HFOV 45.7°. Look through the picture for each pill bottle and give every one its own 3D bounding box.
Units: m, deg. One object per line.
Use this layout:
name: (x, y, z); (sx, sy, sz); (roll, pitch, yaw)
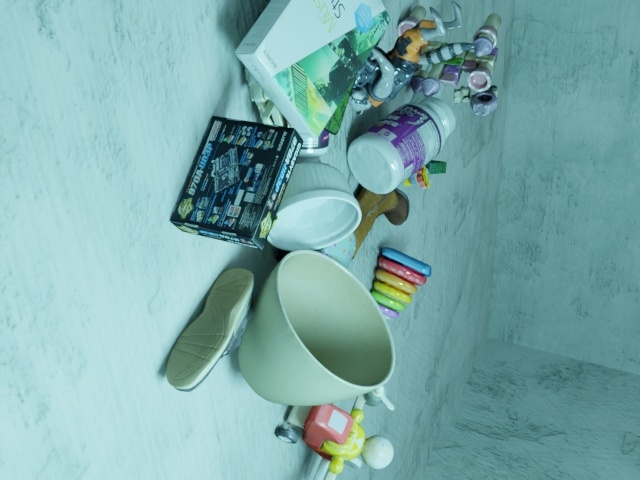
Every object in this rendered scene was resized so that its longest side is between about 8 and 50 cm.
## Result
pill bottle: (-0.034, -0.238, 1.619); (0.108, 0.108, 0.193); (-35, 133, -58)
pill bottle: (0.225, -0.265, 2.029); (0.301, 0.169, 0.169); (-39, 138, -33)

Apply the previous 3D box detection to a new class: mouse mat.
mouse mat: (0.025, -0.323, 1.561); (0.153, 0.007, 0.189); (17, 90, -58)

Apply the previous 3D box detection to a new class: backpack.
backpack: (0.000, 0.000, 1.778); (0.188, 0.145, 0.166); (-68, 150, -26)

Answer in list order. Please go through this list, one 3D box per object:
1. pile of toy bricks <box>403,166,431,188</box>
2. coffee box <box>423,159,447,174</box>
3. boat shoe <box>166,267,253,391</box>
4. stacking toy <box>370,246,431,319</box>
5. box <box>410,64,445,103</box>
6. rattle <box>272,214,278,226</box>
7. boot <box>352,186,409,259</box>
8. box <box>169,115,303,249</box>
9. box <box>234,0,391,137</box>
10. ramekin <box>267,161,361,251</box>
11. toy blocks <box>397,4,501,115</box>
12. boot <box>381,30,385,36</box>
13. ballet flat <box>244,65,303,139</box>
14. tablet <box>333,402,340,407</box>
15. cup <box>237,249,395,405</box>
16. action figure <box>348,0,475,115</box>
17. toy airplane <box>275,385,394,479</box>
pile of toy bricks: (0.237, -0.242, 2.173); (0.105, 0.118, 0.212); (-23, 99, -64)
coffee box: (0.326, -0.238, 2.432); (0.184, 0.113, 0.040); (-13, 110, -63)
boat shoe: (-0.198, 0.182, 1.473); (0.092, 0.103, 0.285); (71, 32, -43)
stacking toy: (0.213, 0.185, 2.370); (0.301, 0.166, 0.175); (-65, 168, 0)
box: (0.325, -0.430, 2.391); (0.324, 0.063, 0.067); (-63, 151, -30)
rattle: (-0.152, -0.115, 1.515); (0.130, 0.143, 0.199); (132, -38, -71)
boot: (0.154, -0.057, 2.154); (0.280, 0.096, 0.264); (-61, 152, -31)
box: (-0.147, -0.106, 1.346); (0.051, 0.175, 0.220); (49, 57, -61)
box: (-0.002, -0.388, 1.435); (0.322, 0.059, 0.232); (-59, 136, -18)
ramekin: (-0.025, -0.075, 1.611); (0.207, 0.207, 0.109); (58, 16, -59)
toy blocks: (0.356, -0.469, 2.173); (0.308, 0.289, 0.260); (82, 27, -44)
boot: (0.041, -0.572, 1.599); (0.377, 0.138, 0.284); (-20, 120, -55)
ballet flat: (-0.093, -0.268, 1.469); (0.077, 0.091, 0.241); (-58, 137, -40)
tablet: (0.047, 0.503, 2.301); (0.054, 0.006, 0.083); (37, 68, -65)
cup: (-0.041, 0.219, 1.618); (0.237, 0.331, 0.331); (-39, 174, 29)
action figure: (0.179, -0.409, 1.793); (0.178, 0.330, 0.341); (45, 34, -12)
toy airplane: (0.068, 0.552, 2.039); (0.384, 0.273, 0.385); (-24, 123, -63)
